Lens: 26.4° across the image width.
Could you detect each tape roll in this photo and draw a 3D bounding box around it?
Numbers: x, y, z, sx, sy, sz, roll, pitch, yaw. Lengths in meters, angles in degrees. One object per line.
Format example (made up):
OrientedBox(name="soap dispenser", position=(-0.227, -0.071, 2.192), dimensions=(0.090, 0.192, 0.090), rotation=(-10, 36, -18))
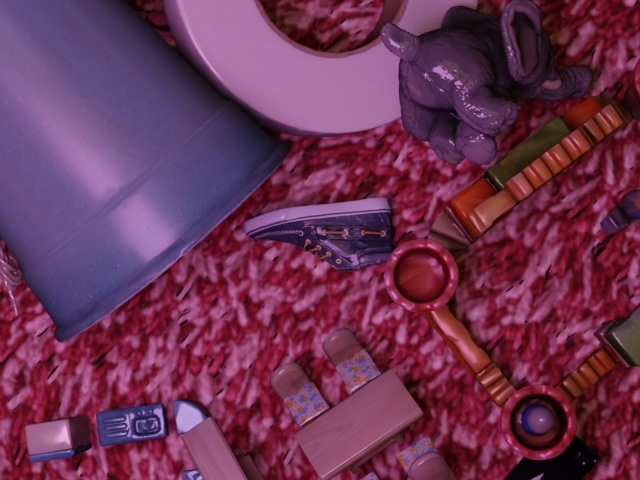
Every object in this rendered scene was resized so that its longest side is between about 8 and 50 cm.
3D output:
OrientedBox(name="tape roll", position=(0.003, -0.318, 1.625), dimensions=(0.392, 0.072, 0.392), rotation=(1, 88, -20))

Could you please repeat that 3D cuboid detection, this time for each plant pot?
OrientedBox(name="plant pot", position=(-0.268, -0.122, 1.513), dimensions=(0.341, 0.341, 0.334), rotation=(-41, 98, -2))

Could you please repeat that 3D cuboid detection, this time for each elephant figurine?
OrientedBox(name="elephant figurine", position=(0.204, -0.212, 1.599), dimensions=(0.169, 0.186, 0.239), rotation=(33, 61, 22))

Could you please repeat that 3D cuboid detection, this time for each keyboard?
OrientedBox(name="keyboard", position=(0.262, 0.322, 1.652), dimensions=(0.192, 0.038, 0.100), rotation=(-48, 62, -2))

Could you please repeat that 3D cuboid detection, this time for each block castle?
OrientedBox(name="block castle", position=(0.322, 0.007, 1.583), dimensions=(0.453, 0.213, 0.303), rotation=(-38, 85, -2))

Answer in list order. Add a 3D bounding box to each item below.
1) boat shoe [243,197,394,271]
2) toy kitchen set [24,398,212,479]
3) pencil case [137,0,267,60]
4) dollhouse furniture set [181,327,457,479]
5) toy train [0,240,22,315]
OrientedBox(name="boat shoe", position=(0.000, 0.000, 1.665), dimensions=(0.183, 0.065, 0.083), rotation=(-8, 83, 0))
OrientedBox(name="toy kitchen set", position=(-0.225, 0.281, 1.617), dimensions=(0.207, 0.122, 0.166), rotation=(-9, 85, 1))
OrientedBox(name="pencil case", position=(-0.165, -0.248, 1.676), dimensions=(0.209, 0.098, 0.095), rotation=(-7, 84, 0))
OrientedBox(name="dollhouse furniture set", position=(-0.007, 0.228, 1.551), dimensions=(0.242, 0.161, 0.212), rotation=(-34, 51, -2))
OrientedBox(name="toy train", position=(-0.351, -0.047, 1.672), dimensions=(0.143, 0.105, 0.248), rotation=(-21, 89, -17))
